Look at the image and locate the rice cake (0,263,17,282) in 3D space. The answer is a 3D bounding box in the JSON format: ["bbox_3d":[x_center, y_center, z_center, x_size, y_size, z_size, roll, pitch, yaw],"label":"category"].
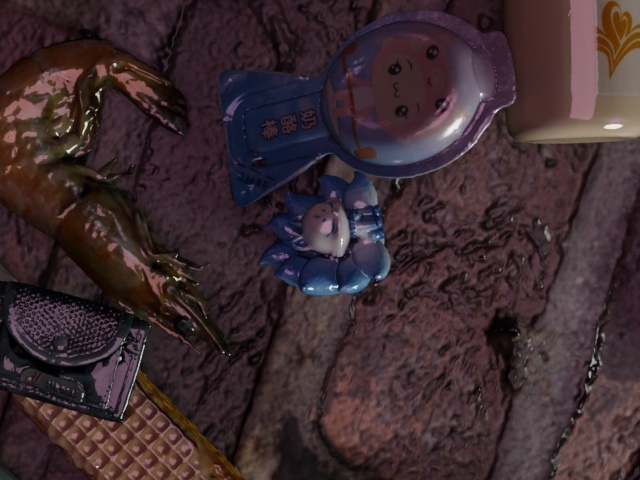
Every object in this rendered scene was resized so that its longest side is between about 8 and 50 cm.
[{"bbox_3d":[-0.324,0.100,1.124,0.047,0.036,0.207,34,92,-12],"label":"rice cake"}]

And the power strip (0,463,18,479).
[{"bbox_3d":[-0.304,0.288,1.119,0.253,0.054,0.167,-37,93,2],"label":"power strip"}]

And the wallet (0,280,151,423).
[{"bbox_3d":[-0.205,0.086,1.068,0.129,0.026,0.088,16,92,3],"label":"wallet"}]

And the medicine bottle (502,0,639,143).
[{"bbox_3d":[0.197,-0.203,1.063,0.114,0.114,0.252,-2,91,2],"label":"medicine bottle"}]

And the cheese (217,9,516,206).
[{"bbox_3d":[0.034,-0.108,1.076,0.244,0.052,0.135,-13,74,18],"label":"cheese"}]

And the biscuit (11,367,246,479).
[{"bbox_3d":[-0.091,0.230,1.110,0.094,0.054,0.379,-45,90,2],"label":"biscuit"}]

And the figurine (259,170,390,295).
[{"bbox_3d":[0.000,0.000,1.090,0.114,0.079,0.114,-3,68,8],"label":"figurine"}]

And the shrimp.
[{"bbox_3d":[-0.149,-0.041,1.109,0.296,0.058,0.169,43,90,3],"label":"shrimp"}]
